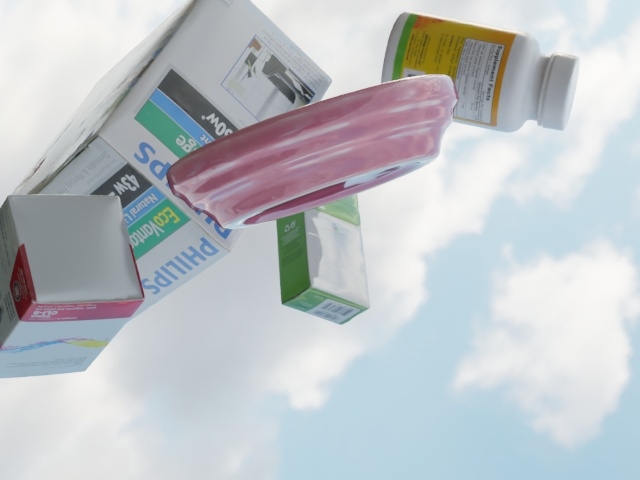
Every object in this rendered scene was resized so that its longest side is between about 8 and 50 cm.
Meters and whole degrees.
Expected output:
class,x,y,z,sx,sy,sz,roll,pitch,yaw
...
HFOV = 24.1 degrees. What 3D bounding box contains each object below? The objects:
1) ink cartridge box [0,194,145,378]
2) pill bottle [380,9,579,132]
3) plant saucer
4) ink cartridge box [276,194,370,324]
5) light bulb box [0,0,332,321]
class,x,y,z,sx,sy,sz,roll,pitch,yaw
ink cartridge box,-0.284,0.050,1.557,0.176,0.127,0.128,-47,-127,46
pill bottle,0.215,-0.220,2.001,0.136,0.246,0.136,13,90,-77
plant saucer,0.000,-0.088,1.643,0.332,0.084,0.332,-18,178,-1
ink cartridge box,0.000,0.000,2.033,0.062,0.109,0.209,-33,-130,38
light bulb box,-0.223,-0.107,2.024,0.358,0.225,0.361,-33,-159,45
